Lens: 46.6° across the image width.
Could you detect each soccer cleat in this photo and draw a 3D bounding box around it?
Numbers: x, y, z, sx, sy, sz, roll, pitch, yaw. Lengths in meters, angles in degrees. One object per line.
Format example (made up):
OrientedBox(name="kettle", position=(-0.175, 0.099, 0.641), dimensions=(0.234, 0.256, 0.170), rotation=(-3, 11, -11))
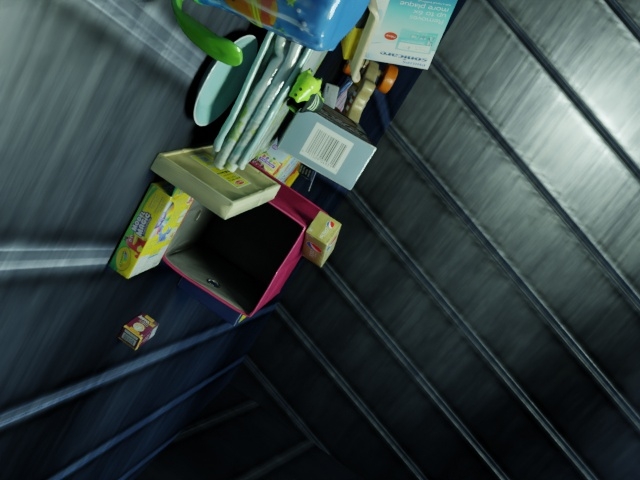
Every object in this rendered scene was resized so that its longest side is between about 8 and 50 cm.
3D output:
OrientedBox(name="soccer cleat", position=(-0.032, -0.267, 1.393), dimensions=(0.072, 0.060, 0.179), rotation=(-49, 175, -3))

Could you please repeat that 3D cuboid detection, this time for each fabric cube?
OrientedBox(name="fabric cube", position=(-0.171, -0.013, 1.750), dimensions=(0.259, 0.254, 0.258), rotation=(-58, 175, 13))

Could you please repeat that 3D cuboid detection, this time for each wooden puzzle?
OrientedBox(name="wooden puzzle", position=(0.070, -0.493, 1.583), dimensions=(0.238, 0.044, 0.220), rotation=(106, -22, -64))

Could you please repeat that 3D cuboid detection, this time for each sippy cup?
OrientedBox(name="sippy cup", position=(-0.042, -0.377, 0.993), dimensions=(0.305, 0.224, 0.240), rotation=(-59, 173, 20))

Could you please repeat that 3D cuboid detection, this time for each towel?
OrientedBox(name="towel", position=(-0.082, -0.323, 1.482), dimensions=(0.374, 0.090, 0.320), rotation=(-57, -177, 16))
OrientedBox(name="towel", position=(0.060, -0.429, 2.348), dimensions=(0.144, 0.029, 0.197), rotation=(-55, 174, -3))

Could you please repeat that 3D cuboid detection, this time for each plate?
OrientedBox(name="plate", position=(-0.176, -0.291, 1.332), dimensions=(0.188, 0.024, 0.188), rotation=(-54, 173, -10))

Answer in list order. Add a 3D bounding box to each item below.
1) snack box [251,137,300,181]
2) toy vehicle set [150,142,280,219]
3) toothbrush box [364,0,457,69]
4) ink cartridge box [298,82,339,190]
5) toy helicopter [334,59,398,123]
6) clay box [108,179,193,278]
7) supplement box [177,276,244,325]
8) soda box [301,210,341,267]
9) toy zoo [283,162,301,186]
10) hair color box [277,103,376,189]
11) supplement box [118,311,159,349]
OrientedBox(name="snack box", position=(-0.116, -0.207, 1.977), dimensions=(0.207, 0.070, 0.174), rotation=(-51, 174, -26))
OrientedBox(name="toy vehicle set", position=(-0.192, -0.121, 1.430), dimensions=(0.035, 0.166, 0.267), rotation=(-58, 173, 18))
OrientedBox(name="toothbrush box", position=(0.186, -0.546, 1.734), dimensions=(0.295, 0.216, 0.126), rotation=(110, -12, -70))
OrientedBox(name="ink cartridge box", position=(-0.010, -0.290, 2.088), dimensions=(0.223, 0.045, 0.224), rotation=(113, -9, -46))
OrientedBox(name="toy helicopter", position=(0.084, -0.356, 2.098), dimensions=(0.235, 0.140, 0.355), rotation=(-47, -158, 53))
OrientedBox(name="clay box", position=(-0.315, -0.040, 1.439), dimensions=(0.222, 0.053, 0.127), rotation=(-59, 173, 17))
OrientedBox(name="supplement box", position=(-0.211, 0.064, 2.094), dimensions=(0.195, 0.194, 0.356), rotation=(-58, 174, 17))
OrientedBox(name="soda box", position=(0.000, 0.000, 1.688), dimensions=(0.061, 0.058, 0.181), rotation=(-55, 173, -17))
OrientedBox(name="toy zoo", position=(-0.120, -0.185, 2.244), dimensions=(0.192, 0.030, 0.293), rotation=(-54, 173, -15))
OrientedBox(name="hair color box", position=(0.006, -0.245, 1.733), dimensions=(0.113, 0.185, 0.374), rotation=(-58, -169, 12))
OrientedBox(name="supplement box", position=(-0.441, 0.220, 1.805), dimensions=(0.043, 0.055, 0.083), rotation=(-59, 173, 28))
